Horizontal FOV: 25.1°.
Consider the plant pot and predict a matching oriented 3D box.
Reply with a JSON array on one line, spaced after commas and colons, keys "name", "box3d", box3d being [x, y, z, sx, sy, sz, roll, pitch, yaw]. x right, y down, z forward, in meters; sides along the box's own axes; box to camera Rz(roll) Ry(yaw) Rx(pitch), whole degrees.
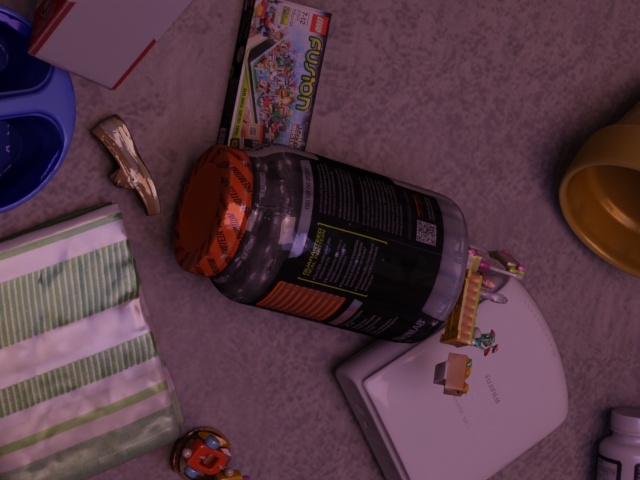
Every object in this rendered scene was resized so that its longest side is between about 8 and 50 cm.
[{"name": "plant pot", "box3d": [0.504, -0.104, 2.058, 0.254, 0.254, 0.239, 49, 59, -23]}]

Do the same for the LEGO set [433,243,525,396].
[{"name": "LEGO set", "box3d": [0.206, 0.078, 1.889, 0.107, 0.287, 0.132, 17, 127, -21]}]

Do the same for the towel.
[{"name": "towel", "box3d": [-0.317, 0.139, 1.780, 0.248, 0.038, 0.325, -20, 107, -22]}]

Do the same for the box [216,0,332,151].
[{"name": "box", "box3d": [-0.060, -0.206, 1.862, 0.114, 0.036, 0.207, 10, 92, -28]}]

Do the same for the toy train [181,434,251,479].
[{"name": "toy train", "box3d": [-0.163, 0.321, 1.849, 0.125, 0.046, 0.166, 26, 103, -38]}]

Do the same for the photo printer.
[{"name": "photo printer", "box3d": [0.200, 0.205, 2.006, 0.307, 0.107, 0.256, -31, 109, -20]}]

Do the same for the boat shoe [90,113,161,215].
[{"name": "boat shoe", "box3d": [-0.242, -0.087, 1.782, 0.045, 0.050, 0.135, -28, 98, -17]}]

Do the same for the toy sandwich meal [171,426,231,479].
[{"name": "toy sandwich meal", "box3d": [-0.153, 0.283, 1.882, 0.086, 0.029, 0.085, -4, 98, -26]}]

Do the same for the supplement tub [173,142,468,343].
[{"name": "supplement tub", "box3d": [0.000, 0.000, 1.821, 0.338, 0.207, 0.207, 16, 89, -26]}]

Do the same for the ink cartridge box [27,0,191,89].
[{"name": "ink cartridge box", "box3d": [-0.221, -0.340, 1.610, 0.114, 0.197, 0.273, 23, 49, -27]}]

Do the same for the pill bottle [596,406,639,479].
[{"name": "pill bottle", "box3d": [0.469, 0.353, 2.160, 0.108, 0.108, 0.193, 0, 97, -27]}]

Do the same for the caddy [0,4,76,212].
[{"name": "caddy", "box3d": [-0.447, -0.140, 1.597, 0.341, 0.179, 0.241, -11, 102, -25]}]
